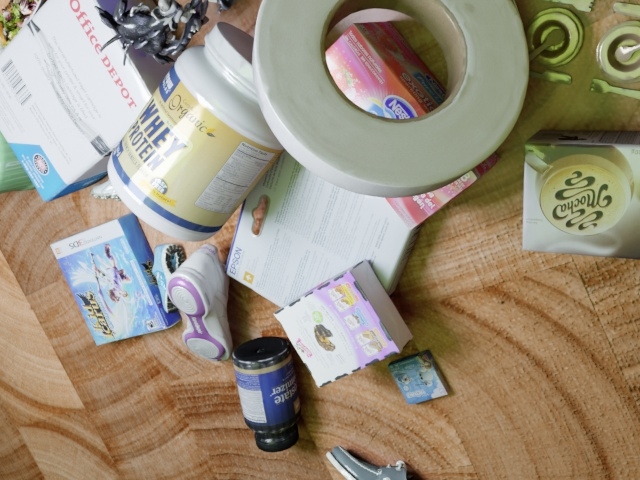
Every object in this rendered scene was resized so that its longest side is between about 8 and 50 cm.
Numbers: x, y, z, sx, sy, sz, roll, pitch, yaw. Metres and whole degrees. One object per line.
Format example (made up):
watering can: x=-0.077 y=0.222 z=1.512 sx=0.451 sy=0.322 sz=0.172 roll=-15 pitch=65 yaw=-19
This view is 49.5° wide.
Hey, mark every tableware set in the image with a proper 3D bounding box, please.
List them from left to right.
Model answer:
tableware set: x=0.386 y=-0.279 z=0.998 sx=0.194 sy=0.039 sz=0.128 roll=18 pitch=116 yaw=22

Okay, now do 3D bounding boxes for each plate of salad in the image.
plate of salad: x=-0.612 y=-0.470 z=1.401 sx=0.200 sy=0.048 sz=0.200 roll=-25 pitch=51 yaw=35

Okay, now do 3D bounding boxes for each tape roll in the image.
tape roll: x=0.099 y=-0.254 z=0.975 sx=0.392 sy=0.392 sz=0.072 roll=51 pitch=166 yaw=3

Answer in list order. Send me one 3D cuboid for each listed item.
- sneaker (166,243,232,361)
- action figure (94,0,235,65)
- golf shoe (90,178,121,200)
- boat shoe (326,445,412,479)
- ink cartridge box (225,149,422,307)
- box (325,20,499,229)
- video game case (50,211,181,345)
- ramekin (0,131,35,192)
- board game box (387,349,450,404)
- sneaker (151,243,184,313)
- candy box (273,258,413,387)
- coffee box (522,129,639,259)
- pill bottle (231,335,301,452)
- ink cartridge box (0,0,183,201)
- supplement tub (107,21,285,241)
sneaker: x=-0.224 y=0.139 z=1.453 sx=0.114 sy=0.152 sz=0.305 roll=13 pitch=138 yaw=15
action figure: x=-0.246 y=-0.389 z=1.127 sx=0.275 sy=0.141 sz=0.164 roll=-19 pitch=140 yaw=35
golf shoe: x=-0.420 y=-0.128 z=1.492 sx=0.176 sy=0.069 sz=0.086 roll=-2 pitch=89 yaw=25
boat shoe: x=0.157 y=0.504 z=1.407 sx=0.319 sy=0.116 sz=0.099 roll=31 pitch=77 yaw=23
ink cartridge box: x=0.000 y=0.000 z=1.299 sx=0.330 sy=0.071 sz=0.324 roll=30 pitch=120 yaw=19
box: x=0.127 y=-0.189 z=1.108 sx=0.142 sy=0.154 sz=0.300 roll=-40 pitch=86 yaw=32
video game case: x=-0.475 y=0.095 z=1.597 sx=0.244 sy=0.061 sz=0.269 roll=-16 pitch=100 yaw=33
ramekin: x=-0.759 y=-0.243 z=1.569 sx=0.303 sy=0.148 sz=0.303 roll=10 pitch=113 yaw=25
board game box: x=0.187 y=0.262 z=1.324 sx=0.090 sy=0.020 sz=0.090 roll=-26 pitch=96 yaw=33
sneaker: x=-0.334 y=0.081 z=1.526 sx=0.073 sy=0.063 sz=0.162 roll=13 pitch=109 yaw=41
candy box: x=0.038 y=0.152 z=1.248 sx=0.196 sy=0.070 sz=0.165 roll=-31 pitch=90 yaw=34
coffee box: x=0.452 y=-0.067 z=0.995 sx=0.297 sy=0.119 sz=0.168 roll=6 pitch=110 yaw=27
pill bottle: x=-0.107 y=0.322 z=1.445 sx=0.123 sy=0.123 sz=0.219 roll=0 pitch=109 yaw=28
ink cartridge box: x=-0.459 y=-0.299 z=1.375 sx=0.395 sy=0.166 sz=0.285 roll=-27 pitch=95 yaw=33
supplement tub: x=-0.185 y=-0.179 z=1.167 sx=0.228 sy=0.228 sz=0.316 roll=44 pitch=110 yaw=7
